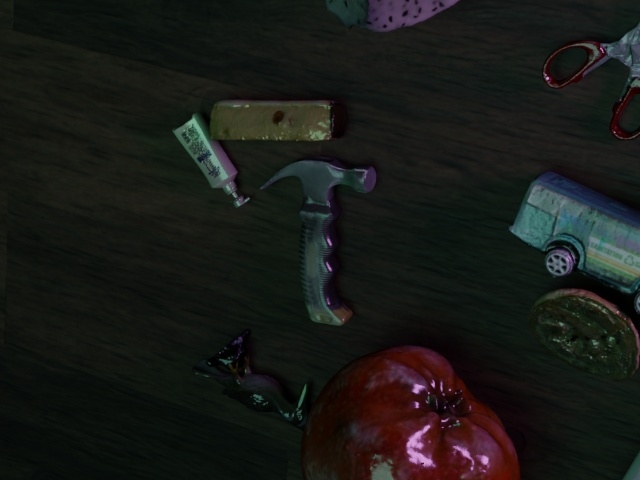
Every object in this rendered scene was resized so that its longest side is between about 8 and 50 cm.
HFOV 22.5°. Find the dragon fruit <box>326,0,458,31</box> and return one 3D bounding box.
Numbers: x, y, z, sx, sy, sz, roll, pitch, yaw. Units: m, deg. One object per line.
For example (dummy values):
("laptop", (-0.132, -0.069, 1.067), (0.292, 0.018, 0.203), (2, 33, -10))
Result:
("dragon fruit", (0.084, -0.413, 1.865), (0.221, 0.204, 0.283), (42, 144, 42))

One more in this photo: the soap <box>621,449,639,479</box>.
("soap", (0.474, 0.267, 1.950), (0.160, 0.087, 0.265), (32, 120, 14))

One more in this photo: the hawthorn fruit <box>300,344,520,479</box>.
("hawthorn fruit", (0.112, 0.275, 2.060), (0.284, 0.284, 0.284), (10, 112, 25))

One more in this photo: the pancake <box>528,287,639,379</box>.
("pancake", (0.326, 0.114, 1.976), (0.158, 0.028, 0.158), (24, 147, 17))

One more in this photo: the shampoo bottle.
("shampoo bottle", (-0.145, -0.105, 2.184), (0.049, 0.034, 0.141), (-32, 91, 26))

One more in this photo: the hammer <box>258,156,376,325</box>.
("hammer", (0.000, 0.000, 2.138), (0.159, 0.041, 0.226), (6, 110, 27))

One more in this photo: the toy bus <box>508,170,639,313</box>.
("toy bus", (0.358, 0.011, 1.924), (0.262, 0.091, 0.109), (25, 111, 17))

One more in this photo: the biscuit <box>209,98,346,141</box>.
("biscuit", (-0.058, -0.158, 2.108), (0.188, 0.052, 0.056), (2, 96, 27))

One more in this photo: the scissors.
("scissors", (0.376, -0.238, 1.855), (0.144, 0.017, 0.247), (38, 121, 1))

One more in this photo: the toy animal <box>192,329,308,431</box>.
("toy animal", (-0.087, 0.207, 2.257), (0.202, 0.070, 0.105), (34, 133, 11))
